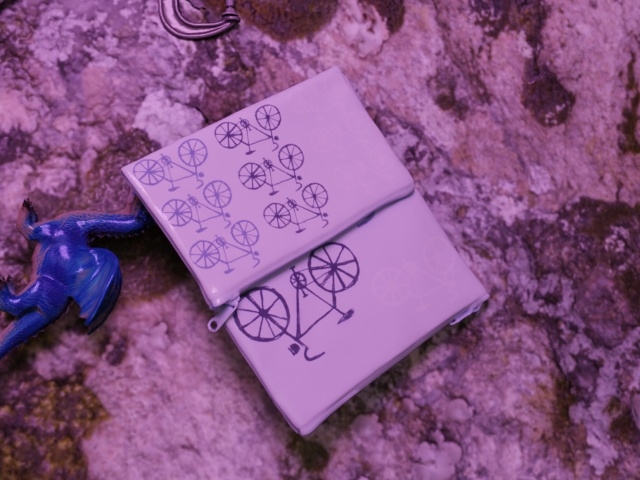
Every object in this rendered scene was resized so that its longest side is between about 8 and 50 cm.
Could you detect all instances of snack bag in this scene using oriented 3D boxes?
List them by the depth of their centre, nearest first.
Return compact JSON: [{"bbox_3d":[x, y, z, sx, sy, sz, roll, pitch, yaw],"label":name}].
[{"bbox_3d":[0.000,0.000,0.941,0.323,0.037,0.343,-30,86,-33],"label":"snack bag"}]

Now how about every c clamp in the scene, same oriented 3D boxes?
[{"bbox_3d":[-0.128,-0.318,1.016,0.137,0.022,0.161,3,89,-12],"label":"c clamp"}]

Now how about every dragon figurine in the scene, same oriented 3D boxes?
[{"bbox_3d":[-0.255,0.046,0.888,0.144,0.085,0.289,18,74,-8],"label":"dragon figurine"}]

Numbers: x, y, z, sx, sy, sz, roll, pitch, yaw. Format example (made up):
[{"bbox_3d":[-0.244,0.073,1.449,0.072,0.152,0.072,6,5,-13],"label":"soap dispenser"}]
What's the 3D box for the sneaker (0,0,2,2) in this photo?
[{"bbox_3d":[-0.415,-0.292,0.926,0.121,0.111,0.300,37,69,11],"label":"sneaker"}]
